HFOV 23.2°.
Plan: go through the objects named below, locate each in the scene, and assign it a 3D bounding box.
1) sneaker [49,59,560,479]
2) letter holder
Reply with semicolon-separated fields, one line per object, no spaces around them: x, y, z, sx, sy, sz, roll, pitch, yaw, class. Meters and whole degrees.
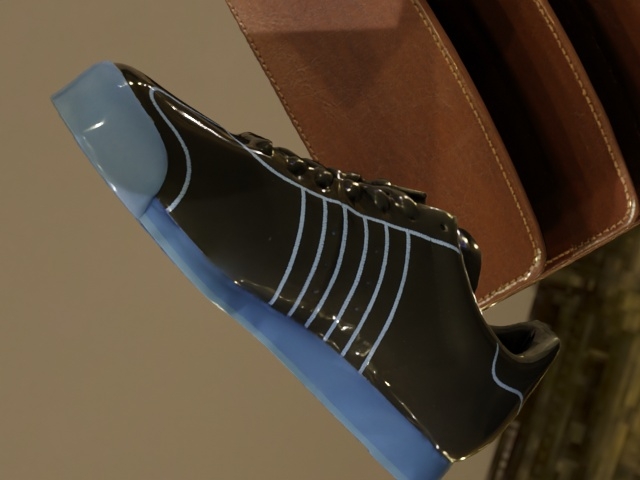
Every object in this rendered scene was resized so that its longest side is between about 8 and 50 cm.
0.000;0.000;0.611;0.090;0.081;0.232;-44;-64;0;sneaker
0.101;-0.124;1.019;0.152;0.214;0.302;-21;-100;-51;letter holder
